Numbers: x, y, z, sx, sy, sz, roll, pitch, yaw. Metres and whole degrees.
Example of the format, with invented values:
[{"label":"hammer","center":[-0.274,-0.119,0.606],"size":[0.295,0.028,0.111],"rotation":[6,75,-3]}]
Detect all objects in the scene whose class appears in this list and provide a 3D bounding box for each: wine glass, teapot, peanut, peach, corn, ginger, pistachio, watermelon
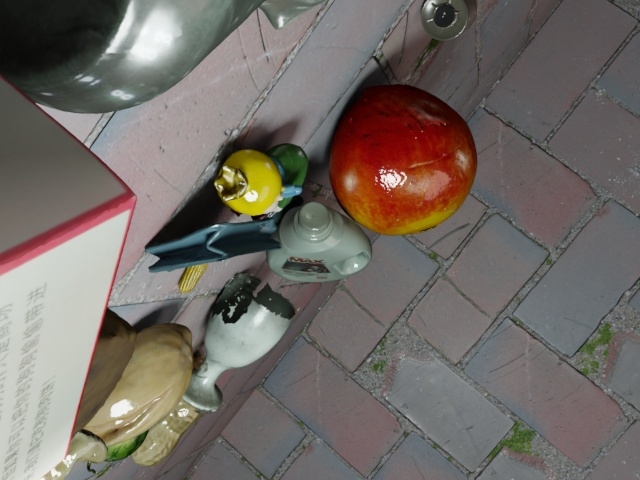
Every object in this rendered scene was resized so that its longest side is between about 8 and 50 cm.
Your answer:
[{"label":"wine glass","center":[-0.220,0.251,1.660],"size":[0.357,0.190,0.190],"rotation":[-54,168,13]},{"label":"teapot","center":[-0.109,-0.268,0.467],"size":[0.344,0.254,0.300],"rotation":[-46,138,-56]},{"label":"peanut","center":[-0.410,0.489,1.843],"size":[0.298,0.120,0.136],"rotation":[-49,-148,-13]},{"label":"peach","center":[0.182,-0.192,1.522],"size":[0.370,0.370,0.370],"rotation":[-48,168,-14]},{"label":"corn","center":[-0.257,0.068,1.338],"size":[0.092,0.037,0.037],"rotation":[-54,168,27]},{"label":"ginger","center":[-0.365,0.359,1.801],"size":[0.173,0.051,0.069],"rotation":[-28,154,-49]},{"label":"pistachio","center":[-0.358,0.273,1.296],"size":[0.293,0.182,0.162],"rotation":[-48,131,-29]},{"label":"watermelon","center":[-0.448,0.406,1.408],"size":[0.187,0.141,0.141],"rotation":[-50,169,8]}]

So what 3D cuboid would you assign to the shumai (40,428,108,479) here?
[{"label":"shumai","center":[-0.456,0.383,0.982],"size":[0.262,0.267,0.314],"rotation":[-51,175,10]}]

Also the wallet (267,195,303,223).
[{"label":"wallet","center":[-0.087,-0.076,1.550],"size":[0.088,0.026,0.129],"rotation":[-40,171,9]}]

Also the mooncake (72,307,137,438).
[{"label":"mooncake","center":[-0.394,0.177,0.799],"size":[0.324,0.187,0.324],"rotation":[-49,170,-11]}]

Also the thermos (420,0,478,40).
[{"label":"thermos","center":[0.306,-0.533,1.494],"size":[0.193,0.105,0.137],"rotation":[-41,134,-54]}]

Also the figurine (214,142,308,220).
[{"label":"figurine","center":[-0.125,-0.090,1.187],"size":[0.185,0.127,0.234],"rotation":[-39,-174,32]}]

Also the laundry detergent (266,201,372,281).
[{"label":"laundry detergent","center":[0.000,0.000,1.551],"size":[0.398,0.264,0.124],"rotation":[97,-3,-74]}]

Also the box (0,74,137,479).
[{"label":"box","center":[-0.328,0.043,0.345],"size":[0.312,0.300,0.314],"rotation":[-39,163,-47]}]

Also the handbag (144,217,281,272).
[{"label":"handbag","center":[-0.188,0.008,1.185],"size":[0.179,0.062,0.229],"rotation":[-12,180,22]}]
